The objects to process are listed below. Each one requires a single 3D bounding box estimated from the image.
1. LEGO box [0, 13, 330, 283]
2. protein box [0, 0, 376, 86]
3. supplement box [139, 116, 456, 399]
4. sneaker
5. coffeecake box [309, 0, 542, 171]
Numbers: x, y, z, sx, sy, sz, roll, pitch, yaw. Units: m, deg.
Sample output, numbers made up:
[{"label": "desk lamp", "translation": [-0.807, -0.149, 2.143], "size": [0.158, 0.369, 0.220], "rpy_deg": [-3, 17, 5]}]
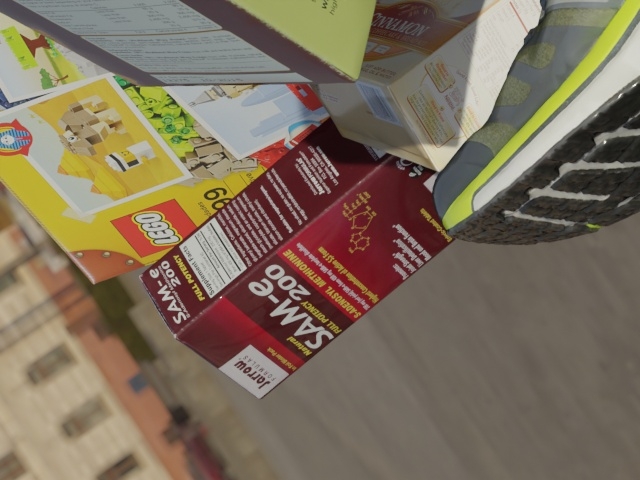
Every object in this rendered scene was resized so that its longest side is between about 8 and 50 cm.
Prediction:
[{"label": "LEGO box", "translation": [-0.152, -0.218, 1.553], "size": [0.500, 0.372, 0.193], "rpy_deg": [55, -160, -50]}, {"label": "protein box", "translation": [-0.073, -0.191, 0.745], "size": [0.136, 0.200, 0.201], "rpy_deg": [3, 164, 39]}, {"label": "supplement box", "translation": [0.000, 0.000, 1.352], "size": [0.130, 0.239, 0.073], "rpy_deg": [42, -169, -51]}, {"label": "sneaker", "translation": [0.145, -0.116, 0.823], "size": [0.111, 0.300, 0.121], "rpy_deg": [9, -140, -43]}, {"label": "coffeecake box", "translation": [0.097, -0.134, 1.137], "size": [0.068, 0.185, 0.142], "rpy_deg": [57, 167, -23]}]
